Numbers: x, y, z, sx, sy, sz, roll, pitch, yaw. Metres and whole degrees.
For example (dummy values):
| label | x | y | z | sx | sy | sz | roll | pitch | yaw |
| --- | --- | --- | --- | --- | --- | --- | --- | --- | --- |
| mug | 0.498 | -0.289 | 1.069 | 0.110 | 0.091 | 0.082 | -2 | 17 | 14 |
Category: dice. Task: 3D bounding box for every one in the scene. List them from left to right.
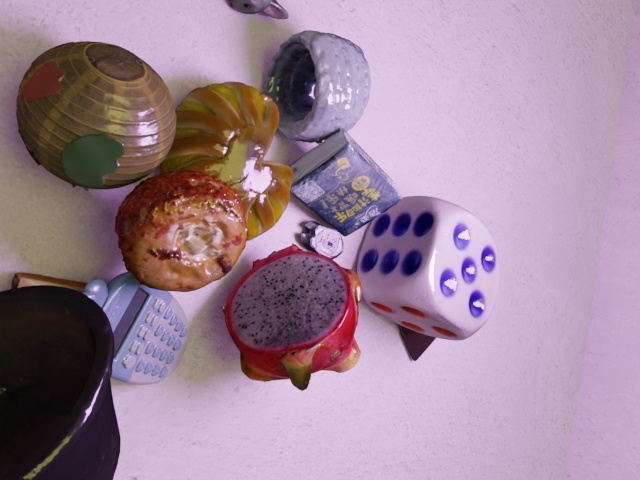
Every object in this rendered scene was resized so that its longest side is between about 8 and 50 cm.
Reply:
| label | x | y | z | sx | sy | sz | roll | pitch | yaw |
| --- | --- | --- | --- | --- | --- | --- | --- | --- | --- |
| dice | 0.295 | 0.076 | 1.538 | 0.304 | 0.276 | 0.304 | 34 | 70 | -35 |

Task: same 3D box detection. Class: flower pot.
| label | x | y | z | sx | sy | sz | roll | pitch | yaw |
| --- | --- | --- | --- | --- | --- | --- | --- | --- | --- |
| flower pot | -0.445 | 0.274 | 0.853 | 0.379 | 0.379 | 0.251 | -48 | 141 | -31 |

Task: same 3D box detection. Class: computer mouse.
| label | x | y | z | sx | sy | sz | roll | pitch | yaw |
| --- | --- | --- | --- | --- | --- | --- | --- | --- | --- |
| computer mouse | 0.000 | 0.000 | 1.422 | 0.135 | 0.047 | 0.079 | 30 | 79 | -31 |

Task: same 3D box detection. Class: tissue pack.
| label | x | y | z | sx | sy | sz | roll | pitch | yaw |
| --- | --- | --- | --- | --- | --- | --- | --- | --- | --- |
| tissue pack | 0.056 | -0.128 | 1.361 | 0.257 | 0.185 | 0.081 | 37 | 27 | -45 |

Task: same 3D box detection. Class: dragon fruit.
| label | x | y | z | sx | sy | sz | roll | pitch | yaw |
| --- | --- | --- | --- | --- | --- | --- | --- | --- | --- |
| dragon fruit | -0.044 | 0.185 | 1.235 | 0.305 | 0.305 | 0.226 | -51 | 145 | -29 |

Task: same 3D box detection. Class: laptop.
| label | x | y | z | sx | sy | sz | roll | pitch | yaw |
| --- | --- | --- | --- | --- | --- | --- | --- | --- | --- |
| laptop | 0.290 | 0.244 | 1.729 | 0.154 | 0.026 | 0.207 | -40 | 118 | -32 |

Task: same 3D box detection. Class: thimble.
| label | x | y | z | sx | sy | sz | roll | pitch | yaw |
| --- | --- | --- | --- | --- | --- | --- | --- | --- | --- |
| thimble | -0.011 | -0.340 | 1.282 | 0.171 | 0.205 | 0.250 | -8 | 125 | -44 |

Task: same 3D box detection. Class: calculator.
| label | x | y | z | sx | sy | sz | roll | pitch | yaw |
| --- | --- | --- | --- | --- | --- | --- | --- | --- | --- |
| calculator | -0.348 | 0.164 | 1.056 | 0.188 | 0.042 | 0.303 | -65 | 145 | -22 |

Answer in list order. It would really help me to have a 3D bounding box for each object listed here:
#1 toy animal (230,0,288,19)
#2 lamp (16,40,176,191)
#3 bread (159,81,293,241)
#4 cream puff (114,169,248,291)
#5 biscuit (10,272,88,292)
| label | x | y | z | sx | sy | sz | roll | pitch | yaw |
| --- | --- | --- | --- | --- | --- | --- | --- | --- | --- |
| toy animal | -0.154 | -0.548 | 1.202 | 0.251 | 0.125 | 0.127 | 51 | 31 | -51 |
| lamp | -0.374 | -0.190 | 0.952 | 0.250 | 0.284 | 0.250 | 18 | 44 | -18 |
| bread | -0.179 | -0.155 | 1.165 | 0.332 | 0.160 | 0.333 | -3 | 95 | -42 |
| cream puff | -0.246 | -0.017 | 1.002 | 0.239 | 0.164 | 0.240 | -23 | 132 | -27 |
| biscuit | -0.445 | 0.101 | 1.001 | 0.188 | 0.052 | 0.056 | 18 | 92 | -44 |
